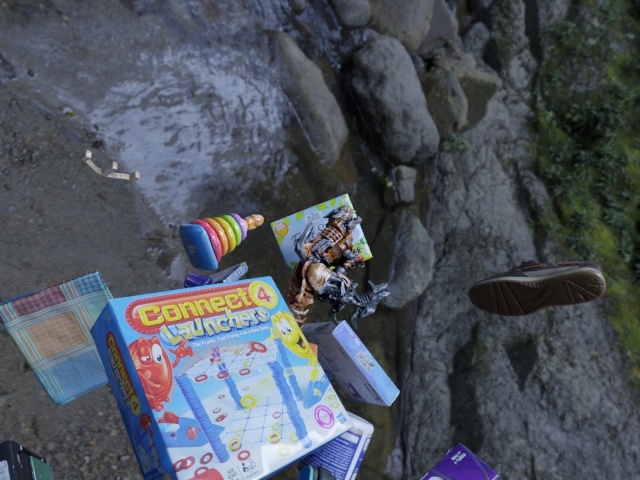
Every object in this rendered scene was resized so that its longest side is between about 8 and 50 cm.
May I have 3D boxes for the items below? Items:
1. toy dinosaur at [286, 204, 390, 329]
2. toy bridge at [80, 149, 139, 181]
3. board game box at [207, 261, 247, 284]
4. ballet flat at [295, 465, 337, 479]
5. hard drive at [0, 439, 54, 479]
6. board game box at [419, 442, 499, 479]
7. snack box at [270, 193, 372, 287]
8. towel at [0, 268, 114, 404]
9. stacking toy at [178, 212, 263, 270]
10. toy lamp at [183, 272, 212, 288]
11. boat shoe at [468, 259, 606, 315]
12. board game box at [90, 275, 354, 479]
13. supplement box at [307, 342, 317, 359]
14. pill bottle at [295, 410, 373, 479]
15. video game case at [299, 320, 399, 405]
[{"bbox_3d":[0.008,0.084,1.061,0.218,0.164,0.322,38,92,-29],"label":"toy dinosaur"},{"bbox_3d":[-0.653,-0.220,1.477,0.188,0.063,0.026,25,49,-53],"label":"toy bridge"},{"bbox_3d":[-0.360,0.165,1.627,0.060,0.194,0.194,61,31,-12],"label":"board game box"},{"bbox_3d":[-0.022,0.434,0.614,0.096,0.095,0.280,36,44,-6],"label":"ballet flat"},{"bbox_3d":[-0.556,0.530,0.911,0.064,0.339,0.236,-17,66,-24],"label":"hard drive"},{"bbox_3d":[0.001,0.326,0.369,0.347,0.056,0.208,-22,127,-35],"label":"board game box"},{"bbox_3d":[0.000,0.000,1.200,0.207,0.070,0.174,-21,91,-6],"label":"snack box"},{"bbox_3d":[-0.674,0.275,1.321,0.272,0.040,0.370,-22,124,-18],"label":"towel"},{"bbox_3d":[-0.316,-0.030,1.646,0.302,0.175,0.165,-28,110,-37],"label":"stacking toy"},{"bbox_3d":[-0.281,0.179,1.432,0.275,0.080,0.080,25,54,5],"label":"toy lamp"},{"bbox_3d":[0.587,0.118,1.319,0.123,0.342,0.123,63,33,-17],"label":"boat shoe"},{"bbox_3d":[-0.142,0.215,0.735,0.308,0.086,0.301,-5,56,-48],"label":"board game box"},{"bbox_3d":[-0.090,0.348,1.240,0.080,0.233,0.078,17,44,-18],"label":"supplement box"},{"bbox_3d":[0.025,0.590,1.274,0.153,0.153,0.264,35,73,-37],"label":"pill bottle"},{"bbox_3d":[0.068,0.357,1.401,0.061,0.244,0.269,-42,101,-31],"label":"video game case"}]
